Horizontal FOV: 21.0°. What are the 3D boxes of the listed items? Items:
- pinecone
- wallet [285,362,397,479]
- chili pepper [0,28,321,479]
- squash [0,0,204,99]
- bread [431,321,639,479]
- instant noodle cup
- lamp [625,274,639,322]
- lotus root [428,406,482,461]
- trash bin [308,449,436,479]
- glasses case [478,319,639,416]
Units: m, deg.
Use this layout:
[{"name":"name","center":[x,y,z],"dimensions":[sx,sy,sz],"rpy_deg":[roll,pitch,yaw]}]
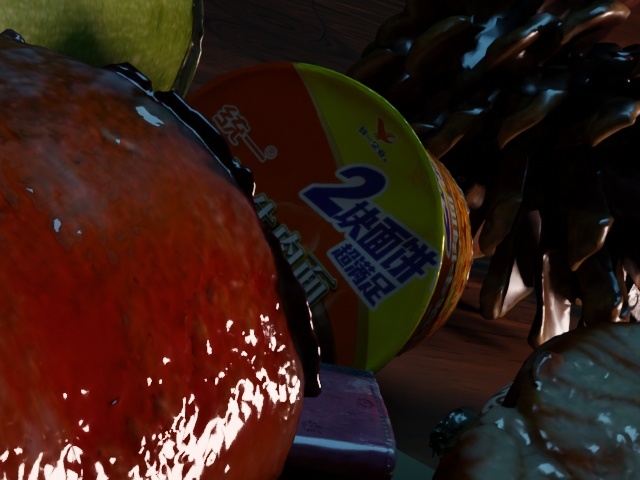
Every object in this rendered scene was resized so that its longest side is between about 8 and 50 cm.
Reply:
[{"name":"pinecone","center":[0.200,-0.069,1.430],"dimensions":[0.384,0.384,0.384],"rpy_deg":[23,15,-6]},{"name":"wallet","center":[-0.077,0.084,0.940],"dimensions":[0.232,0.025,0.119],"rpy_deg":[10,19,-10]},{"name":"chili pepper","center":[-0.159,0.043,0.618],"dimensions":[0.229,0.251,0.305],"rpy_deg":[-17,2,19]},{"name":"squash","center":[-0.246,-0.145,1.076],"dimensions":[0.263,0.263,0.384],"rpy_deg":[28,14,11]},{"name":"bread","center":[0.192,0.175,0.835],"dimensions":[0.295,0.114,0.327],"rpy_deg":[36,34,18]},{"name":"instant noodle cup","center":[0.000,0.000,1.119],"dimensions":[0.213,0.213,0.174],"rpy_deg":[30,7,18]},{"name":"lamp","center":[0.257,-0.047,1.691],"dimensions":[0.283,0.203,0.124],"rpy_deg":[29,-4,28]},{"name":"lotus root","center":[0.141,0.158,1.002],"dimensions":[0.179,0.081,0.089],"rpy_deg":[32,16,11]},{"name":"trash bin","center":[0.045,0.148,0.964],"dimensions":[0.092,0.043,0.061],"rpy_deg":[29,15,28]},{"name":"glasses case","center":[0.256,0.095,1.130],"dimensions":[0.321,0.082,0.122],"rpy_deg":[-20,31,-13]}]
